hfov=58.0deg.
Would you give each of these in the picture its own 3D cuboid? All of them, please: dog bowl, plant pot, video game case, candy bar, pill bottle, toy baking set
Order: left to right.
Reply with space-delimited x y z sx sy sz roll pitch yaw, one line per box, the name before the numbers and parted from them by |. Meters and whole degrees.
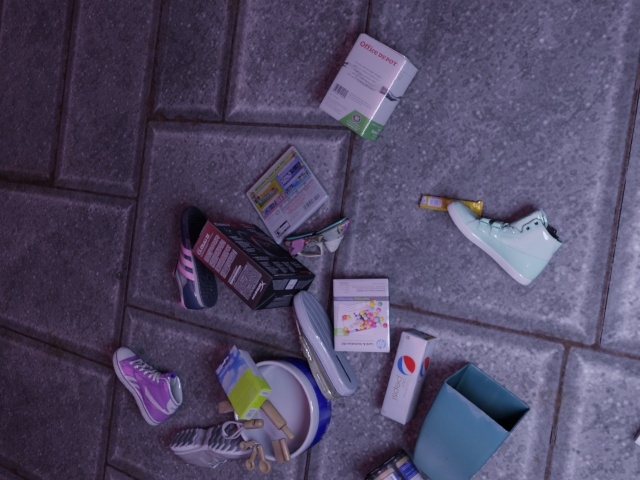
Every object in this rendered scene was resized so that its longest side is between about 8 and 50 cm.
toy baking set | -0.181 0.506 1.551 0.197 0.030 0.256 -50 65 19
dog bowl | -0.105 0.457 1.587 0.264 0.104 0.265 -1 88 31
video game case | -0.097 -0.130 1.653 0.212 0.023 0.193 -42 68 23
pill bottle | 0.214 0.629 1.380 0.123 0.122 0.219 -44 67 22
candy bar | 0.315 -0.086 1.409 0.161 0.018 0.040 11 90 31
plant pot | 0.322 0.436 1.309 0.165 0.165 0.234 37 114 26

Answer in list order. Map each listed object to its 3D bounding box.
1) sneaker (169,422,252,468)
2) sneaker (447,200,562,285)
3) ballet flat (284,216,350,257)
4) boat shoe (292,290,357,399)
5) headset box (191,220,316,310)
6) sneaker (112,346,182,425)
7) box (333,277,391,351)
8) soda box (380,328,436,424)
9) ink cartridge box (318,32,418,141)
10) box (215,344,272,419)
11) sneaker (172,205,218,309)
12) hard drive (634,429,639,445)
sneaker | -0.307 0.621 1.725 0.281 0.105 0.115 -8 118 26
sneaker | 0.417 -0.038 1.301 0.256 0.094 0.151 43 115 14
ballet flat | 0.000 0.000 1.569 0.221 0.077 0.079 -19 97 34
boat shoe | -0.010 0.283 1.538 0.094 0.109 0.302 -33 75 27
headset box | -0.191 0.056 1.588 0.293 0.218 0.110 39 107 25
sneaker | -0.542 0.433 1.858 0.161 0.102 0.282 -41 79 19
box | 0.107 0.191 1.490 0.145 0.038 0.186 -1 88 15
soda box | 0.217 0.332 1.418 0.069 0.074 0.216 17 97 30
ink cartridge box | 0.123 -0.393 1.491 0.160 0.092 0.219 40 107 25
box | -0.211 0.380 1.556 0.109 0.042 0.178 -54 45 11
sneaker | -0.410 0.057 1.779 0.131 0.112 0.319 -12 81 27
hard drive | 0.821 0.395 1.073 0.353 0.047 0.233 34 105 27
